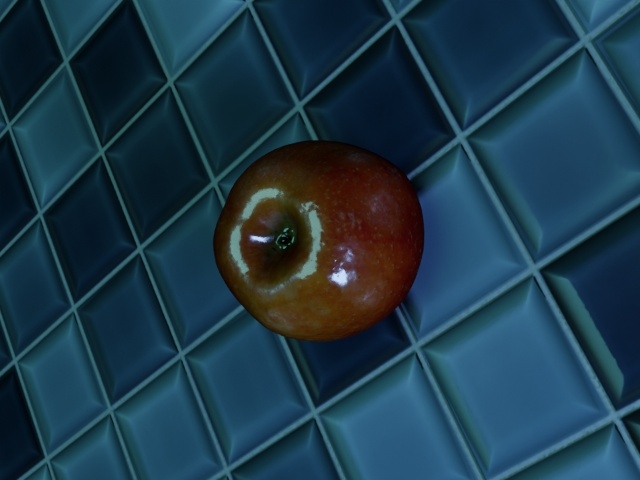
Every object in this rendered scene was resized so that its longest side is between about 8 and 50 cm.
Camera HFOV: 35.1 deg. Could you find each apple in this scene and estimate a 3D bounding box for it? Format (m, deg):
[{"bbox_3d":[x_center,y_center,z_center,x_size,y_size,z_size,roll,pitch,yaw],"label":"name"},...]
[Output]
[{"bbox_3d":[0.000,0.000,1.089,0.218,0.201,0.218,-3,85,31],"label":"apple"}]
